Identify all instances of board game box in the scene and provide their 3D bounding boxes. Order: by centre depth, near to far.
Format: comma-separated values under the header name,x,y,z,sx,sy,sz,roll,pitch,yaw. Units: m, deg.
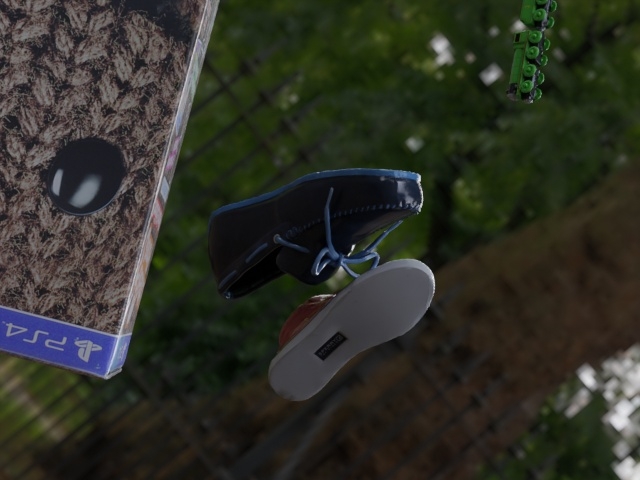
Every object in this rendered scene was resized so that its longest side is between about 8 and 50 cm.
name,x,y,z,sx,sy,sz,roll,pitch,yaw
board game box,-0.207,-0.080,1.219,0.232,0.291,0.141,14,-3,-2

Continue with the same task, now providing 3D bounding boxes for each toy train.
name,x,y,z,sx,sy,sz,roll,pitch,yaw
toy train,0.140,-0.129,1.260,0.024,0.083,0.017,-3,-25,36

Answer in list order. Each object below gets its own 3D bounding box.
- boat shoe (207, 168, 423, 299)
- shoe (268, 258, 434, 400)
name,x,y,z,sx,sy,sz,roll,pitch,yaw
boat shoe,0.000,0.000,1.642,0.109,0.089,0.258,10,-18,-32
shoe,0.026,0.062,1.627,0.063,0.178,0.081,43,23,-17
